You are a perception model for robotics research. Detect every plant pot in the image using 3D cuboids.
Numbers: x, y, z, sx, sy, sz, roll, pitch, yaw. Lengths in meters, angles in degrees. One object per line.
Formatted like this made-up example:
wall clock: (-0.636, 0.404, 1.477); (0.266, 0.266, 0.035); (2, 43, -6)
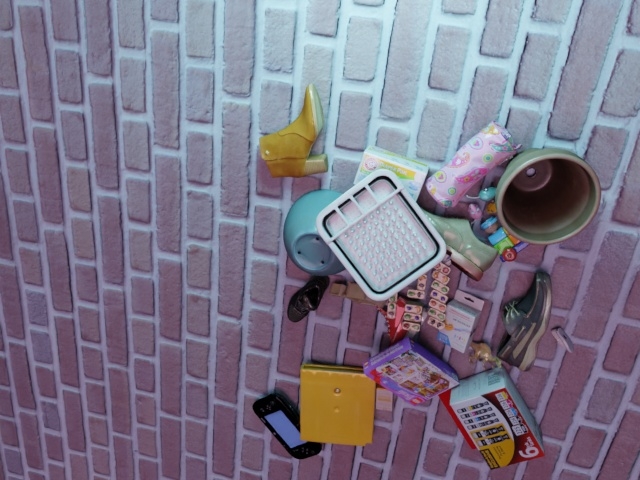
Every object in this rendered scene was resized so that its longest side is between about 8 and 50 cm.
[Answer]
plant pot: (0.610, -0.150, 1.527); (0.263, 0.229, 0.263); (3, 117, 6)
plant pot: (0.000, 0.000, 1.782); (0.290, 0.195, 0.290); (5, 113, 12)

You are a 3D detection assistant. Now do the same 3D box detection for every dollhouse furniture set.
dollhouse furniture set: (0.146, 0.134, 1.885); (0.101, 0.161, 0.182); (28, 164, -38)

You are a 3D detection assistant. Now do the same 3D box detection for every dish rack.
dish rack: (0.180, -0.016, 1.643); (0.285, 0.072, 0.333); (-37, 94, 10)

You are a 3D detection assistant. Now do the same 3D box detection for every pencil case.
pencil case: (0.444, -0.221, 1.612); (0.124, 0.124, 0.284); (45, 115, -6)

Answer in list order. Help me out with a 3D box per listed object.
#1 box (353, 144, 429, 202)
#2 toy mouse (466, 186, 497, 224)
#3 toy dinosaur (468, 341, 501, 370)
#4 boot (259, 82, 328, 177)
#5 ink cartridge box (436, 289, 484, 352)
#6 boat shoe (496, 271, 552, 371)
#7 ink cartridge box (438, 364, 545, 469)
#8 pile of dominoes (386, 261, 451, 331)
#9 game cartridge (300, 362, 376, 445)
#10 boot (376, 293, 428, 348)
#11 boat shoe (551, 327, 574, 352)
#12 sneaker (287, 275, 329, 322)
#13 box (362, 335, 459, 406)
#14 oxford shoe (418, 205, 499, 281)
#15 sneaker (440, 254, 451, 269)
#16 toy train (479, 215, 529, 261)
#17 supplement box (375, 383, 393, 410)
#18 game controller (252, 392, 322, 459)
box: (0.218, -0.204, 1.689); (0.203, 0.103, 0.114); (20, 116, 6)
toy mouse: (0.492, -0.108, 1.651); (0.143, 0.031, 0.161); (17, 126, -36)
toy dinosaur: (0.544, 0.383, 1.872); (0.183, 0.053, 0.093); (36, 133, 34)
boot: (-0.095, -0.335, 1.720); (0.211, 0.104, 0.295); (0, 116, 15)
ink cartridge box: (0.465, 0.268, 1.823); (0.104, 0.061, 0.181); (25, 118, 30)
boat shoe: (0.646, 0.262, 1.752); (0.130, 0.132, 0.356); (12, 114, 12)
ink cartridge box: (0.587, 0.634, 1.923); (0.271, 0.130, 0.309); (-27, 103, 24)
pile of dominoes: (0.320, 0.173, 1.790); (0.195, 0.040, 0.251); (7, 105, 14)
game cartridge: (0.064, 0.625, 2.076); (0.285, 0.053, 0.324); (3, 110, 6)
boot: (0.241, 0.294, 1.905); (0.176, 0.088, 0.244); (29, 112, 6)
boat shoe: (0.793, 0.329, 1.798); (0.100, 0.035, 0.035); (49, 142, -12)
sneaker: (-0.061, 0.221, 1.928); (0.087, 0.130, 0.227); (40, 118, -2)
box: (0.316, 0.460, 1.900); (0.201, 0.057, 0.293); (-36, 124, 24)
oxford shoe: (0.393, -0.030, 1.707); (0.348, 0.123, 0.130); (42, 91, 12)
sneaker: (0.417, 0.043, 1.768); (0.058, 0.052, 0.135); (43, 115, 0)
toy train: (0.617, -0.057, 1.653); (0.248, 0.105, 0.143); (-40, 84, 25)
supplement box: (0.241, 0.584, 2.047); (0.062, 0.036, 0.099); (5, 113, 13)
game controller: (-0.135, 0.749, 2.200); (0.166, 0.067, 0.319); (-33, 100, 24)
